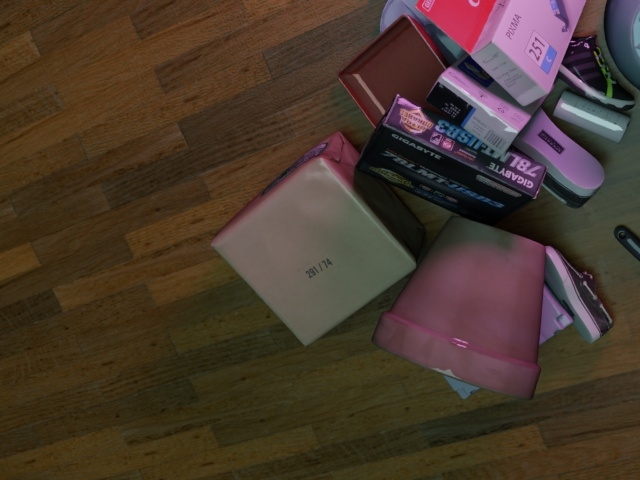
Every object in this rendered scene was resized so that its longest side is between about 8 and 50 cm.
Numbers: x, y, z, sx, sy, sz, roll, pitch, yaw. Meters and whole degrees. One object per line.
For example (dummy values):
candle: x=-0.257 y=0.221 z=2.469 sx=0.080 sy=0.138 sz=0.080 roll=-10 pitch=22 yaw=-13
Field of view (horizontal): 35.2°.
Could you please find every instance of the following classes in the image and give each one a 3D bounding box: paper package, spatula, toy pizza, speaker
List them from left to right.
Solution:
paper package: x=0.000 y=0.000 z=2.057 sx=0.325 sy=0.168 sz=0.309 roll=-37 pitch=102 yaw=26
toy pizza: x=0.214 y=-0.407 z=1.947 sx=0.201 sy=0.032 sz=0.201 roll=6 pitch=110 yaw=17
speaker: x=0.506 y=-0.232 z=1.887 sx=0.136 sy=0.055 sz=0.055 roll=25 pitch=114 yaw=10
spatula: x=0.678 y=0.078 z=1.940 sx=0.296 sy=0.030 sz=0.084 roll=44 pitch=115 yaw=2

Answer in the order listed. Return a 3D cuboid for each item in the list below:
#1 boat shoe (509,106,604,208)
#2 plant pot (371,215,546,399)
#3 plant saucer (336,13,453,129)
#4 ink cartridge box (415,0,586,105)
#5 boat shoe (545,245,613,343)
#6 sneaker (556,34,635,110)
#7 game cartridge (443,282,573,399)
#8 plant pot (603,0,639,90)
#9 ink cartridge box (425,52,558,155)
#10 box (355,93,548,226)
boat shoe: x=0.398 y=-0.184 z=1.912 sx=0.306 sy=0.113 sz=0.105 roll=41 pitch=150 yaw=9
plant pot: x=0.289 y=0.113 z=1.898 sx=0.323 sy=0.323 sz=0.280 roll=19 pitch=92 yaw=13
plant saucer: x=0.180 y=-0.280 z=1.941 sx=0.259 sy=0.048 sz=0.258 roll=53 pitch=145 yaw=-3
ink cartridge box: x=0.321 y=-0.418 z=1.730 sx=0.261 sy=0.296 sz=0.066 roll=38 pitch=146 yaw=-17
boat shoe: x=0.503 y=0.095 z=1.989 sx=0.070 sy=0.078 sz=0.219 roll=-34 pitch=103 yaw=-11
sneaker: x=0.487 y=-0.326 z=1.847 sx=0.234 sy=0.084 sz=0.097 roll=35 pitch=114 yaw=6
game cartridge: x=0.342 y=0.168 z=2.058 sx=0.294 sy=0.060 sz=0.196 roll=-41 pitch=83 yaw=27
plant pot: x=0.621 y=-0.363 z=1.705 sx=0.293 sy=0.235 sz=0.293 roll=6 pitch=110 yaw=18
ink cartridge box: x=0.314 y=-0.271 z=1.797 sx=0.165 sy=0.332 sz=0.065 roll=36 pitch=125 yaw=7
box: x=0.228 y=-0.134 z=1.843 sx=0.295 sy=0.293 sz=0.073 roll=25 pitch=79 yaw=-3
